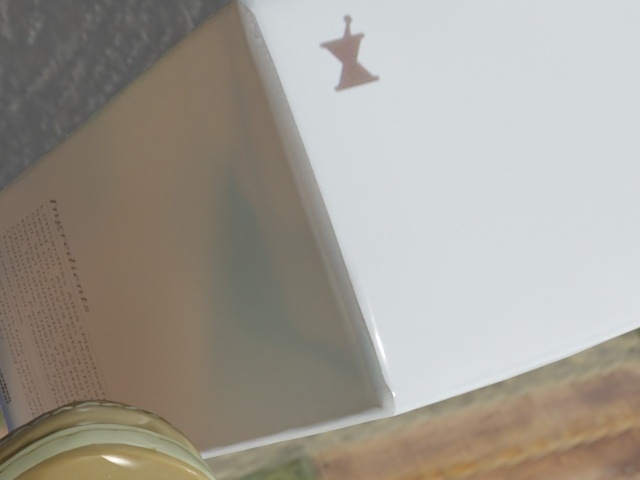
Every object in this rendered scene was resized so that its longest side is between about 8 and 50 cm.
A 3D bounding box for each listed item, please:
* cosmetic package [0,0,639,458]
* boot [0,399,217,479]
[{"bbox_3d":[0.000,0.000,0.854,0.230,0.162,0.453,-17,176,-26],"label":"cosmetic package"},{"bbox_3d":[-0.121,0.109,0.577,0.095,0.203,0.262,24,116,-20],"label":"boot"}]
